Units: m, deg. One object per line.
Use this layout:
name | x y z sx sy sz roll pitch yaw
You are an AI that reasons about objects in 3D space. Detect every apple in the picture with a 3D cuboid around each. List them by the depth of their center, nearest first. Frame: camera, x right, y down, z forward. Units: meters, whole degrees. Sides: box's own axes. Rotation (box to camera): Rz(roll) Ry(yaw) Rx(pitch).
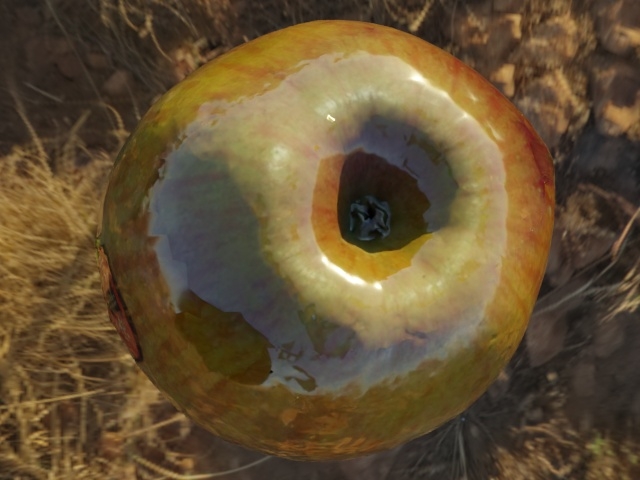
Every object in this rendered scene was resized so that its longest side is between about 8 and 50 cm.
apple | 0.000 0.000 0.632 0.211 0.188 0.211 5 73 -16
